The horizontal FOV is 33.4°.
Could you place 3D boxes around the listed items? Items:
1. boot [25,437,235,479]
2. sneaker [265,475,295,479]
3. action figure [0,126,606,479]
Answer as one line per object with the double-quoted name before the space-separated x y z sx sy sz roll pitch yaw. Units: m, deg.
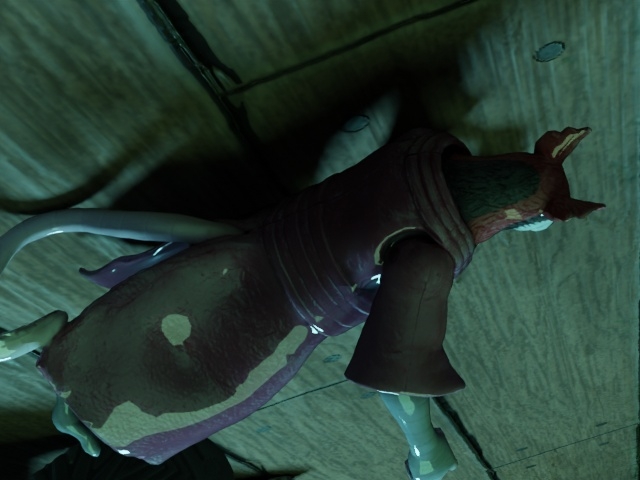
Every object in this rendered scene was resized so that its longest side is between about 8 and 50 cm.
"boot" -0.318 0.388 1.248 0.367 0.146 0.445 -17 157 -28
"sneaker" -0.150 0.399 1.446 0.281 0.105 0.115 -1 155 -42
"action figure" 0.000 0.000 0.694 0.370 0.248 0.276 -28 126 27
